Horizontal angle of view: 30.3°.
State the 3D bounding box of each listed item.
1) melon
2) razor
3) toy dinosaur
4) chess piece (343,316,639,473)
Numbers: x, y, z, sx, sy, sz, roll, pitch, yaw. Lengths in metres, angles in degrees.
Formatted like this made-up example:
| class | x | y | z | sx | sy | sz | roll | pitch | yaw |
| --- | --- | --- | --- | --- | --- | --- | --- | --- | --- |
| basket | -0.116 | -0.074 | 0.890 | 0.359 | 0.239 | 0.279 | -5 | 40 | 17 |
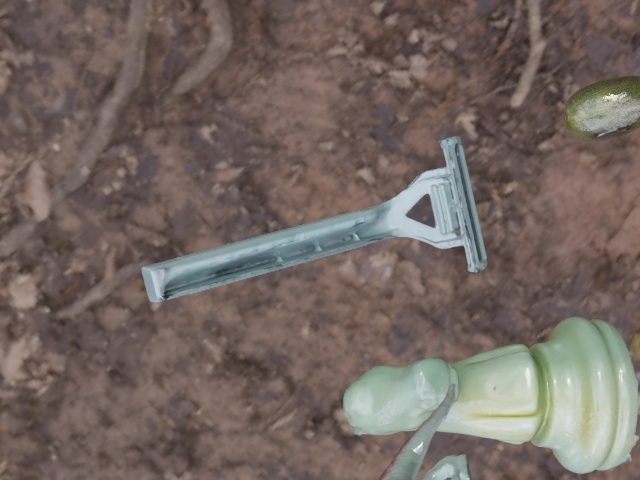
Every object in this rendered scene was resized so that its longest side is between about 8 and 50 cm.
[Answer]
| class | x | y | z | sx | sy | sz | roll | pitch | yaw |
| --- | --- | --- | --- | --- | --- | --- | --- | --- | --- |
| melon | 0.474 | -0.214 | 1.907 | 0.162 | 0.099 | 0.099 | -15 | 111 | 13 |
| razor | -0.004 | 0.000 | 0.938 | 0.056 | 0.278 | 0.111 | -174 | 71 | -74 |
| toy dinosaur | 0.054 | 0.214 | 0.899 | 0.167 | 0.242 | 0.053 | -12 | 139 | 23 |
| chess piece | 0.174 | 0.167 | 1.274 | 0.298 | 0.175 | 0.175 | 0 | 124 | -7 |
